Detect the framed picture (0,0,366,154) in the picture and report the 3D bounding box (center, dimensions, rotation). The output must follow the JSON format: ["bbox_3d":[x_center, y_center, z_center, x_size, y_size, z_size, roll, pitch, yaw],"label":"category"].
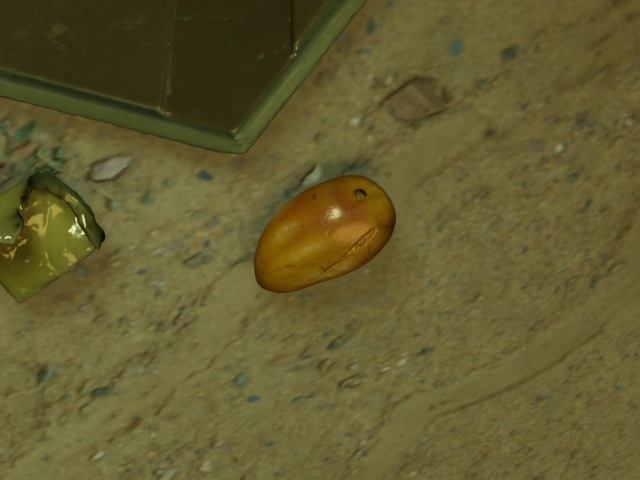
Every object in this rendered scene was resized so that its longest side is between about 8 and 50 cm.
[{"bbox_3d":[-0.039,-0.172,0.777,0.240,0.020,0.324,11,130,-40],"label":"framed picture"}]

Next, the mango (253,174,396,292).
[{"bbox_3d":[0.000,0.000,0.989,0.089,0.046,0.060,-40,142,25],"label":"mango"}]

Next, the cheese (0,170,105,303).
[{"bbox_3d":[-0.153,-0.005,0.897,0.060,0.041,0.084,-31,160,19],"label":"cheese"}]
